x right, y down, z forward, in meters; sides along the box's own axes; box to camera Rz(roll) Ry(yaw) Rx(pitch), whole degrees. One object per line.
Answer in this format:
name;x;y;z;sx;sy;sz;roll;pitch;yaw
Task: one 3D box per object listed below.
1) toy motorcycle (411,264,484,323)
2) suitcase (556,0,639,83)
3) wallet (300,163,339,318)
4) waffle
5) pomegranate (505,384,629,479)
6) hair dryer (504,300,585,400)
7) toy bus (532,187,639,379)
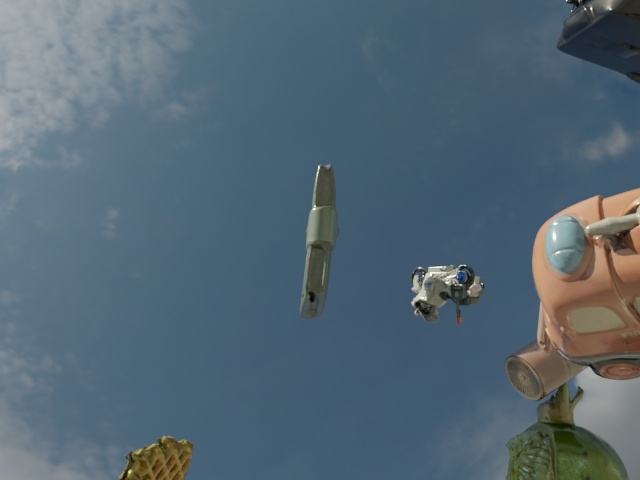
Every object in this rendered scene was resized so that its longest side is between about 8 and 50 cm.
toy motorcycle;0.318;0.139;1.416;0.102;0.221;0.150;5;-98;-37
suitcase;0.674;-0.436;1.102;0.339;0.345;0.189;20;-80;3
wallet;0.000;0.000;1.387;0.083;0.252;0.361;6;-110;-2
waffle;-0.366;0.537;1.163;0.052;0.254;0.245;19;-96;20
pomegranate;0.521;0.479;1.171;0.260;0.260;0.341;17;-109;-15
hair dryer;0.479;0.150;1.098;0.189;0.106;0.345;-23;-55;-22
toy bus;0.394;0.038;0.673;0.287;0.194;0.232;-20;-42;38
